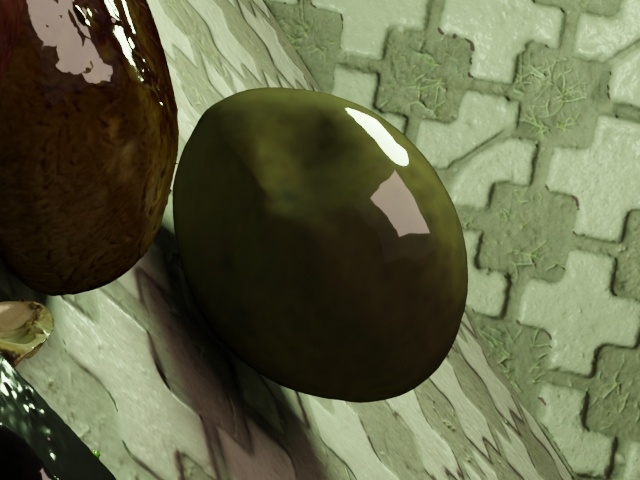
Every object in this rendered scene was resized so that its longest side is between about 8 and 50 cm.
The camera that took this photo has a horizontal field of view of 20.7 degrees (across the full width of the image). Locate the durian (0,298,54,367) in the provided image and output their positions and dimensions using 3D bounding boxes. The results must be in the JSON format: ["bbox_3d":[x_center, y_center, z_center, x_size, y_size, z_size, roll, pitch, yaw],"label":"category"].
[{"bbox_3d":[-0.218,0.062,1.181,0.052,0.066,0.130,53,3,-16],"label":"durian"}]

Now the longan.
[{"bbox_3d":[0.000,0.000,1.724,0.350,0.288,0.288,52,9,26],"label":"longan"}]

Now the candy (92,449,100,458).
[{"bbox_3d":[-0.128,0.227,1.172,0.178,0.032,0.102,57,12,5],"label":"candy"}]

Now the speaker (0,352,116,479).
[{"bbox_3d":[-0.231,0.104,0.602,0.254,0.232,0.184,52,11,-22],"label":"speaker"}]

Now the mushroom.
[{"bbox_3d":[-0.215,-0.121,1.346,0.345,0.239,0.345,35,50,-56],"label":"mushroom"}]

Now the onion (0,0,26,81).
[{"bbox_3d":[-0.305,-0.171,0.865,0.354,0.353,0.354,53,12,-16],"label":"onion"}]
